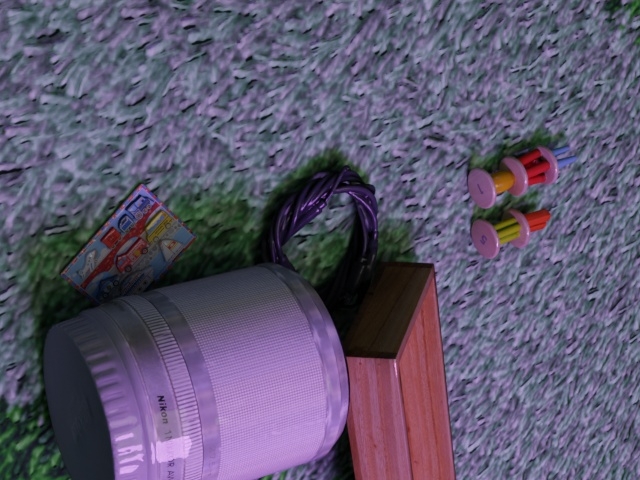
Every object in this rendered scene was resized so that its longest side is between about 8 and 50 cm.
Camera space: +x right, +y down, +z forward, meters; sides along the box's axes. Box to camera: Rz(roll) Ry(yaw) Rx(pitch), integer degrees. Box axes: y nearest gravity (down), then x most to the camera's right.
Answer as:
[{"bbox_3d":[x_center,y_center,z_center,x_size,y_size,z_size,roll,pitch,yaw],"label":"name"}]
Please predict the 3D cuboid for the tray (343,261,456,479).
[{"bbox_3d":[0.100,0.253,1.495,0.203,0.076,0.411,-60,146,-56],"label":"tray"}]

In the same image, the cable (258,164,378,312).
[{"bbox_3d":[0.000,0.000,1.436,0.151,0.047,0.184,2,109,-28],"label":"cable"}]

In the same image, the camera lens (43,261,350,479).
[{"bbox_3d":[-0.124,0.150,1.299,0.274,0.219,0.219,-13,114,-28],"label":"camera lens"}]

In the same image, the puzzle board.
[{"bbox_3d":[-0.201,0.016,1.327,0.128,0.011,0.096,-49,126,-7],"label":"puzzle board"}]

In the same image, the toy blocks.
[{"bbox_3d":[0.261,-0.054,1.572,0.148,0.054,0.123,-20,117,-26],"label":"toy blocks"}]
